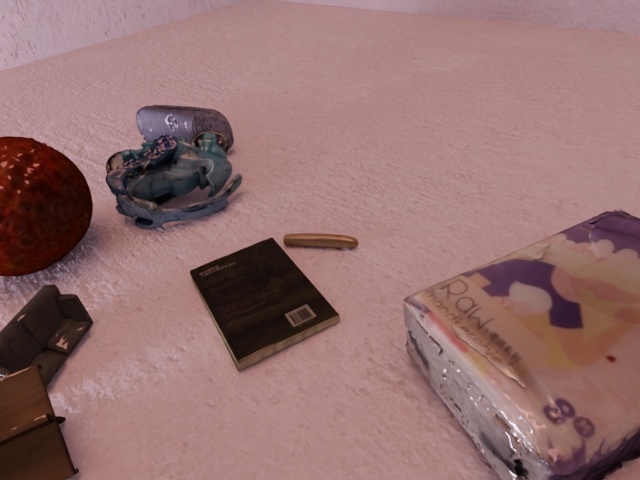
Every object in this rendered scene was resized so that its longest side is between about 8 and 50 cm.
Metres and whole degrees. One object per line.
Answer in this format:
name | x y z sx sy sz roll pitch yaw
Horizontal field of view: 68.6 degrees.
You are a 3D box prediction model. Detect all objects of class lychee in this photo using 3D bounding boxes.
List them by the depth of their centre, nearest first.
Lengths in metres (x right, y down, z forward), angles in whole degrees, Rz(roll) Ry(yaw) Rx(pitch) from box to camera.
lychee | -0.539 -0.060 0.830 0.300 0.255 0.255 -29 26 31

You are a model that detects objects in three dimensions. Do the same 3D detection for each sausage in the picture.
sausage | 0.000 0.000 0.812 0.132 0.024 0.024 1 38 14

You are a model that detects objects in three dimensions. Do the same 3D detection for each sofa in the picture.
sofa | -0.388 0.139 0.653 0.060 0.085 0.147 0 37 15

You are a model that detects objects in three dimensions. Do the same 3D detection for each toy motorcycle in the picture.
toy motorcycle | -0.292 -0.129 0.953 0.260 0.154 0.206 -19 61 -20

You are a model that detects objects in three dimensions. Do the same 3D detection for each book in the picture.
book | -0.095 0.083 0.721 0.160 0.024 0.228 -23 39 -20

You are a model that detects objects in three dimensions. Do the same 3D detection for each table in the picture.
table | -0.392 0.236 0.484 0.226 0.167 0.167 -20 38 -29

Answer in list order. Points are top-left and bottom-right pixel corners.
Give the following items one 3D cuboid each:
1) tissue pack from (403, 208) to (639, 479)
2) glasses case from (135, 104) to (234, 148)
tissue pack | 0.293 0.110 0.530 0.343 0.125 0.242 -21 39 -13
glasses case | -0.342 -0.279 1.172 0.282 0.109 0.067 10 39 21
